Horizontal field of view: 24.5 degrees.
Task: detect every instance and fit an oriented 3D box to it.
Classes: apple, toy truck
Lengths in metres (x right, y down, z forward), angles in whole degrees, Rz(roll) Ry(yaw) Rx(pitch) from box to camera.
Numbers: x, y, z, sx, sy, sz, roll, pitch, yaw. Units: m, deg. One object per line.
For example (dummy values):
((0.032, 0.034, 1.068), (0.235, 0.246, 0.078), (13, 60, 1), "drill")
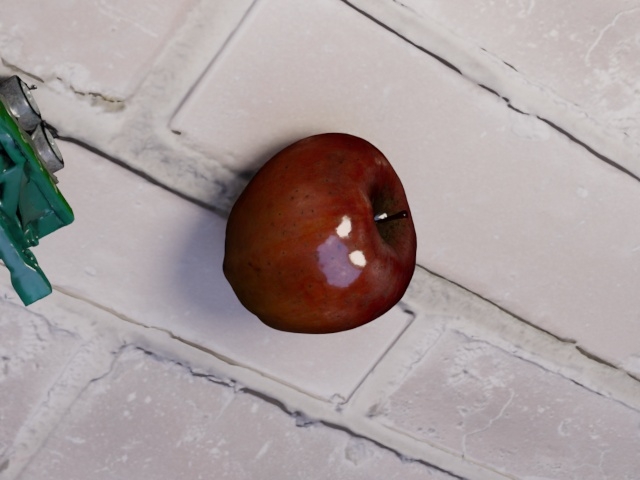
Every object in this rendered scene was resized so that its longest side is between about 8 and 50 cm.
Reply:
((0.000, 0.001, 1.661), (0.234, 0.234, 0.234), (-9, 125, -13), "apple")
((-0.375, -0.110, 1.489), (0.176, 0.178, 0.363), (-28, 124, 0), "toy truck")
